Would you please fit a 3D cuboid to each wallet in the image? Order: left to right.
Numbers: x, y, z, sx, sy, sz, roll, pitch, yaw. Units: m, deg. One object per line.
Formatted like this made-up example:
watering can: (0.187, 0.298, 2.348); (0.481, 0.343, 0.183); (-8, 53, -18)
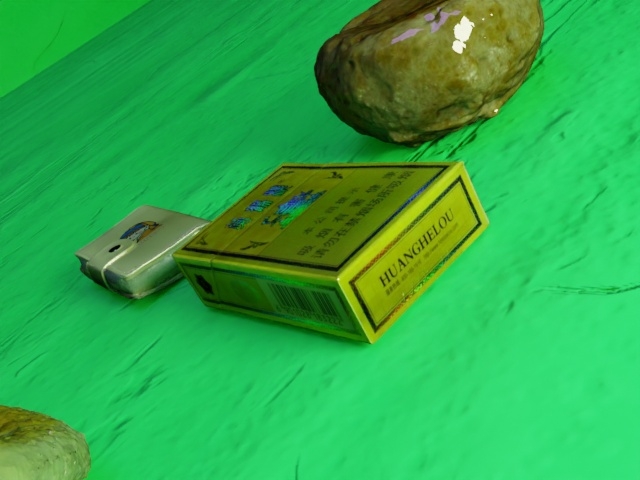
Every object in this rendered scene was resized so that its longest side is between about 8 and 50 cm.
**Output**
wallet: (-0.176, 0.011, 0.877); (0.110, 0.039, 0.155); (-36, 25, -23)

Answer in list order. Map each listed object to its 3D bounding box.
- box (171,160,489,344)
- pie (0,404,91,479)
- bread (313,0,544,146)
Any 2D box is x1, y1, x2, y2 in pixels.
box: (0.000, 0.000, 0.677); (0.141, 0.064, 0.220); (-43, 30, -28)
pie: (-0.286, 0.135, 0.511); (0.323, 0.071, 0.323); (1, -5, 0)
bread: (0.108, -0.174, 0.830); (0.230, 0.123, 0.230); (-26, 19, 10)
